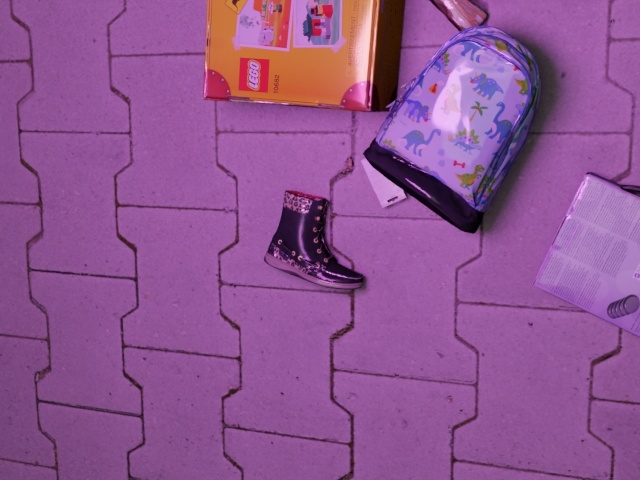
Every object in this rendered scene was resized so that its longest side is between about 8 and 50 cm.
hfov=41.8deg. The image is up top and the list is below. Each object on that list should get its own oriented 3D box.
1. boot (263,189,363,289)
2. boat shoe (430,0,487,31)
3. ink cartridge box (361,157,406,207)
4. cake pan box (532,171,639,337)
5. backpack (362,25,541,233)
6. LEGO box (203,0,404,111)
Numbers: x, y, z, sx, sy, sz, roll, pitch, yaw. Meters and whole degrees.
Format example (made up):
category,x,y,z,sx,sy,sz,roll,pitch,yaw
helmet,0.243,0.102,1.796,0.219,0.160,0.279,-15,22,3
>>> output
category,x,y,z,sx,sy,sz,roll,pitch,yaw
boot,-0.002,0.000,1.856,0.236,0.085,0.178,18,103,18
boat shoe,0.257,-0.500,1.686,0.072,0.068,0.190,-43,92,10
ink cartridge box,0.140,-0.135,1.807,0.063,0.029,0.115,-24,91,23
cake pan box,0.583,0.023,1.642,0.246,0.070,0.267,25,107,13
backpack,0.281,-0.239,1.637,0.290,0.273,0.355,39,92,15
LEGO box,-0.027,-0.524,1.715,0.372,0.193,0.500,9,102,20
